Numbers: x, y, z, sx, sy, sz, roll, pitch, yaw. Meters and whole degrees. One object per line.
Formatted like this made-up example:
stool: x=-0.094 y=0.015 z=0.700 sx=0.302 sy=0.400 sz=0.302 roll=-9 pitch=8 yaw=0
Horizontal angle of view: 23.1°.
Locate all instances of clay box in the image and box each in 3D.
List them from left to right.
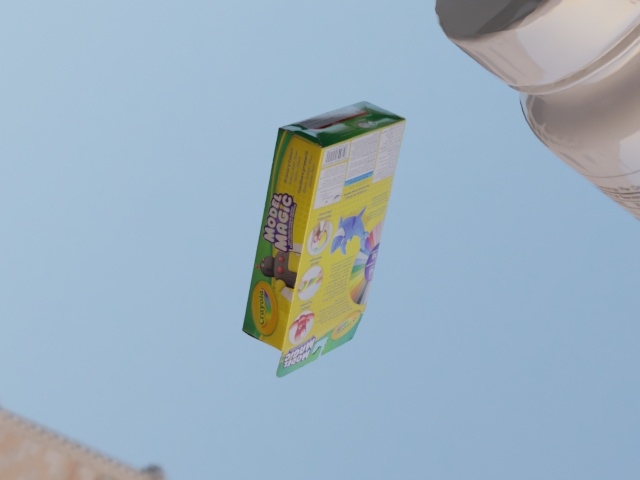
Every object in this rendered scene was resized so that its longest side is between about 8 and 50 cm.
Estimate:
clay box: x=0.000 y=0.000 z=1.345 sx=0.053 sy=0.127 sz=0.222 roll=27 pitch=-61 yaw=28

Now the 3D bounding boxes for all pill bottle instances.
pill bottle: x=0.204 y=-0.079 z=0.794 sx=0.160 sy=0.283 sz=0.160 roll=-39 pitch=-148 yaw=30
